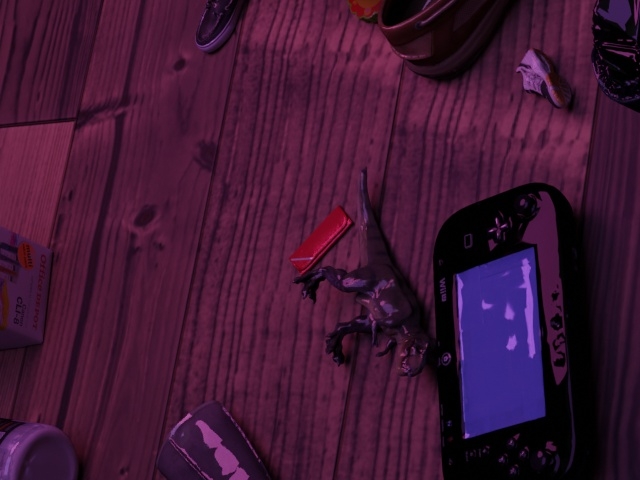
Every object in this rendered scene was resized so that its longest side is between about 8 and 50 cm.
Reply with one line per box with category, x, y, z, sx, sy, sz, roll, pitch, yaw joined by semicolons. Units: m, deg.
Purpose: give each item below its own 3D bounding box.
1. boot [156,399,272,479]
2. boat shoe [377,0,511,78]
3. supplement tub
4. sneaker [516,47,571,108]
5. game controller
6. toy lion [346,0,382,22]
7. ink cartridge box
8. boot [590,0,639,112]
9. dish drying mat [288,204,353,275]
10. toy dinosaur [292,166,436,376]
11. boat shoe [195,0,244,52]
boot;-0.116;0.294;1.895;0.189;0.076;0.208;-47;56;-6
boat shoe;0.174;-0.327;1.901;0.122;0.120;0.324;32;93;41
supplement tub;-0.385;0.264;2.085;0.190;0.117;0.117;3;74;38
sneaker;0.231;-0.160;1.853;0.037;0.032;0.083;-49;44;28
game controller;0.183;0.103;1.752;0.166;0.067;0.319;-16;62;31
toy lion;0.067;-0.301;2.034;0.096;0.034;0.100;-31;55;33
ink cartridge box;-0.432;0.051;2.171;0.127;0.176;0.128;-9;67;32
boot;0.339;-0.212;1.671;0.094;0.207;0.246;-3;70;37
dish drying mat;0.000;0.000;1.972;0.083;0.008;0.032;-47;50;12
toy dinosaur;0.043;0.057;1.886;0.118;0.064;0.268;-31;53;16
boat shoe;-0.117;-0.296;2.162;0.049;0.040;0.142;29;90;41
